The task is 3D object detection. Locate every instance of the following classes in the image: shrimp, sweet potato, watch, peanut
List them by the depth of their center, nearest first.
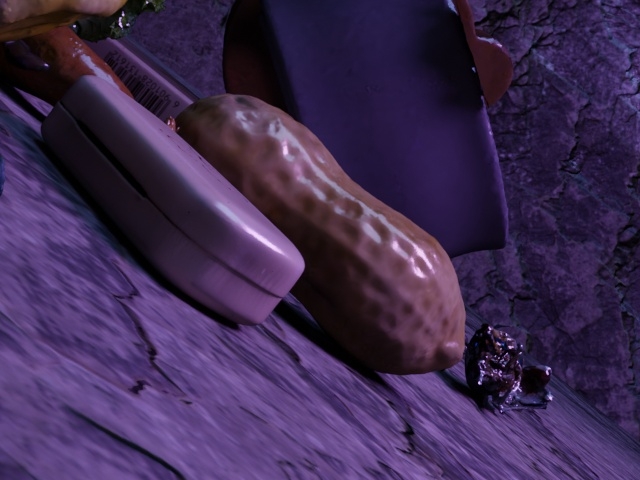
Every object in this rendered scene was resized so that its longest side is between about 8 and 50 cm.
[{"bbox_3d":[0.000,0.000,0.866,0.229,0.098,0.103,41,24,-1],"label":"peanut"},{"bbox_3d":[-0.162,-0.103,0.878,0.202,0.055,0.058,41,15,31],"label":"sweet potato"},{"bbox_3d":[0.148,0.120,1.209,0.174,0.076,0.082,40,41,-62],"label":"shrimp"},{"bbox_3d":[0.040,-0.139,1.259,0.327,0.314,0.335,-108,-178,-56],"label":"watch"}]

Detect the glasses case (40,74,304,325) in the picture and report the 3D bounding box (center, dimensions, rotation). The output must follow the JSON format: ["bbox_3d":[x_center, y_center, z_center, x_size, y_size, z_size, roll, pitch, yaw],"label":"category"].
[{"bbox_3d":[-0.080,-0.024,0.734,0.083,0.050,0.196,38,3,-42],"label":"glasses case"}]

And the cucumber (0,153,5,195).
[{"bbox_3d":[-0.122,-0.017,0.404,0.032,0.032,0.133,38,5,0],"label":"cucumber"}]

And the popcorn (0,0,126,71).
[{"bbox_3d":[-0.176,-0.191,0.644,0.249,0.249,0.225,40,-27,24],"label":"popcorn"}]

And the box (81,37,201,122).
[{"bbox_3d":[-0.132,-0.103,1.131,0.201,0.058,0.141,38,4,10],"label":"box"}]

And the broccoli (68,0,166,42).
[{"bbox_3d":[-0.185,-0.268,0.941,0.308,0.308,0.275,37,9,-22],"label":"broccoli"}]
